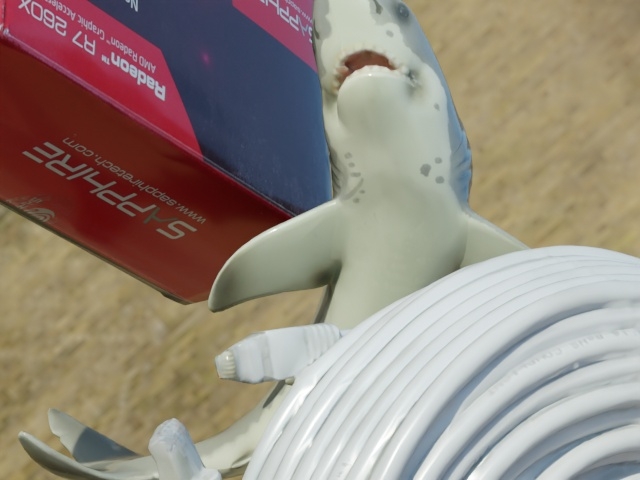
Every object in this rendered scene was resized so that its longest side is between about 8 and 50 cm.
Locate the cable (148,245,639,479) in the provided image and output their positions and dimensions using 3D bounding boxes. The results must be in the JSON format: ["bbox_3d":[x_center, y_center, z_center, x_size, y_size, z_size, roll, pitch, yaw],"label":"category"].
[{"bbox_3d":[0.090,0.130,0.678,0.089,0.257,0.257,3,-71,63],"label":"cable"}]

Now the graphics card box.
[{"bbox_3d":[-0.096,-0.185,0.859,0.233,0.094,0.371,33,47,-51],"label":"graphics card box"}]

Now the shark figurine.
[{"bbox_3d":[0.002,0.026,0.841,0.166,0.278,0.116,31,26,-11],"label":"shark figurine"}]
